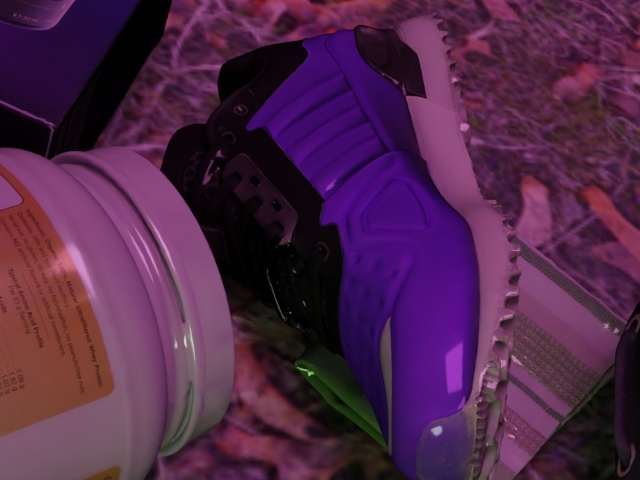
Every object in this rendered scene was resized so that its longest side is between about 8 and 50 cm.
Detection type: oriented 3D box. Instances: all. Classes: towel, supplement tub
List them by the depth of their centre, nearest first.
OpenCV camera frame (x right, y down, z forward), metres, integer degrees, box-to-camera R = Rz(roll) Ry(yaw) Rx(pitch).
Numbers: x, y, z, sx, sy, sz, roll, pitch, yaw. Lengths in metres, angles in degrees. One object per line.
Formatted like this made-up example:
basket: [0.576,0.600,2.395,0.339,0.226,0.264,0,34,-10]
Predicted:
supplement tub: [-0.146,0.049,0.499,0.200,0.144,0.144,-19,62,-34]
towel: [0.073,0.055,0.672,0.113,0.023,0.152,40,51,15]

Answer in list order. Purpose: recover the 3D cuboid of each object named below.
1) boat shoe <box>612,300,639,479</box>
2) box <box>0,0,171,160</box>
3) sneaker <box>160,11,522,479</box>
boat shoe: [0.208,0.200,0.525,0.187,0.156,0.500,9,62,-22]
box: [-0.213,-0.130,0.648,0.261,0.103,0.184,24,45,-3]
sneaker: [0.000,0.000,0.622,0.146,0.102,0.293,-2,37,-4]
